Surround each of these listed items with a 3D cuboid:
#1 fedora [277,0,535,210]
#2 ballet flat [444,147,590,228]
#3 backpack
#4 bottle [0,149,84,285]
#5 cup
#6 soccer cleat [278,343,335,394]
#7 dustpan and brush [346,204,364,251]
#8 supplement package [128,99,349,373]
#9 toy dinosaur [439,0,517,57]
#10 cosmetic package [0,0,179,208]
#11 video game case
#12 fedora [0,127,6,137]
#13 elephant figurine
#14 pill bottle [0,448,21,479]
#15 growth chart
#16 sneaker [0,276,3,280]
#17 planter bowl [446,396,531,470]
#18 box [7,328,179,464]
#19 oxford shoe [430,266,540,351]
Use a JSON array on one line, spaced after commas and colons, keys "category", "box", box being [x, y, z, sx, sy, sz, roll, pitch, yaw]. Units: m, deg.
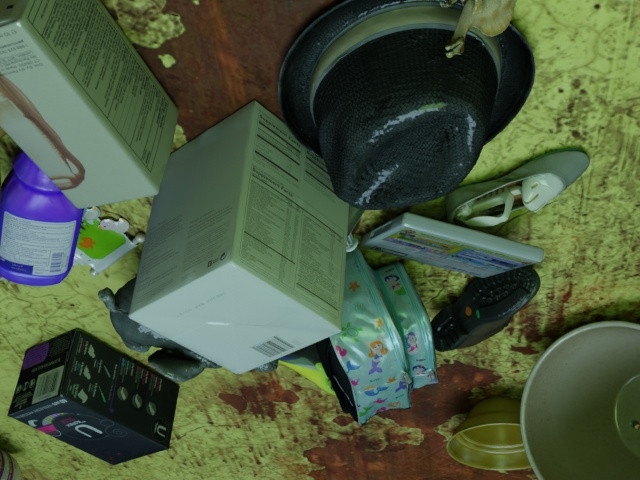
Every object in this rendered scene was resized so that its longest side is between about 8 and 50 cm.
[{"category": "fedora", "box": [0.098, -0.141, 1.172, 0.334, 0.152, 0.334, 3, 144, 2]}, {"category": "ballet flat", "box": [0.271, -0.060, 1.337, 0.213, 0.068, 0.072, -19, 137, 29]}, {"category": "backpack", "box": [0.072, 0.136, 1.502, 0.191, 0.225, 0.253, -23, 140, 3]}, {"category": "bottle", "box": [-0.395, -0.054, 1.380, 0.118, 0.092, 0.282, 7, 136, -17]}, {"category": "cup", "box": [0.540, 0.306, 1.646, 0.331, 0.331, 0.237, -23, 161, 33]}, {"category": "soccer cleat", "box": [-0.035, 0.192, 1.727, 0.121, 0.093, 0.289, 14, 163, 44]}, {"category": "dustpan and brush", "box": [0.000, 0.000, 1.431, 0.060, 0.147, 0.211, 47, 154, -28]}, {"category": "supplement package", "box": [-0.099, 0.000, 1.294, 0.199, 0.262, 0.198, -27, 134, 36]}, {"category": "toy dinosaur", "box": [0.192, -0.272, 1.058, 0.183, 0.053, 0.092, -35, 120, -8]}, {"category": "cosmetic package", "box": [-0.303, -0.188, 1.155, 0.129, 0.153, 0.296, -10, 140, 20]}, {"category": "video game case", "box": [0.187, 0.010, 1.420, 0.212, 0.023, 0.193, 14, 167, -13]}, {"category": "fedora", "box": [-0.456, -0.205, 1.200, 0.194, 0.079, 0.194, 14, 146, 10]}, {"category": "elephant figurine", "box": [-0.202, 0.143, 1.535, 0.239, 0.186, 0.169, 30, 138, 18]}, {"category": "pill bottle", "box": [-0.810, 0.489, 2.131, 0.169, 0.169, 0.301, -10, 141, 19]}, {"category": "growth chart", "box": [-0.408, -0.016, 1.514, 0.237, 0.021, 0.172, 23, 139, -25]}, {"category": "sneaker", "box": [-0.571, 0.039, 1.559, 0.225, 0.088, 0.093, -6, 177, 29]}, {"category": "planter bowl", "box": [0.354, 0.366, 1.898, 0.217, 0.090, 0.217, 4, 144, 3]}, {"category": "box", "box": [-0.427, 0.306, 1.856, 0.165, 0.143, 0.270, -22, 137, 33]}, {"category": "oxford shoe", "box": [0.279, 0.106, 1.575, 0.096, 0.082, 0.227, 3, 149, -39]}]
